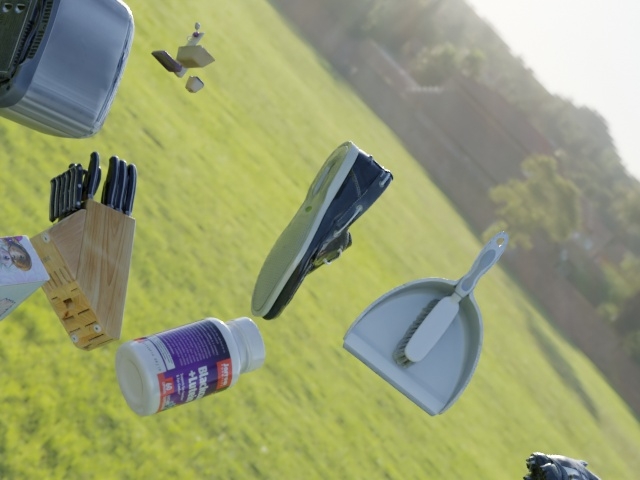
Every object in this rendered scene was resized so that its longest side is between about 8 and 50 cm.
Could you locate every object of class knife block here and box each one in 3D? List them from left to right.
[{"bbox_3d":[-0.349,0.005,2.048,0.242,0.088,0.275,-36,100,-47],"label":"knife block"}]

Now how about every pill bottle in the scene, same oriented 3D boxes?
[{"bbox_3d":[-0.179,0.170,1.791,0.194,0.108,0.108,-16,51,-32],"label":"pill bottle"}]

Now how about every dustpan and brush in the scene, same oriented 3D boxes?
[{"bbox_3d":[0.143,0.077,1.449,0.147,0.211,0.060,38,-9,0],"label":"dustpan and brush"}]

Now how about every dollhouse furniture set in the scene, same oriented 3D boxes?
[{"bbox_3d":[-0.164,-0.270,1.834,0.091,0.081,0.114,45,-21,-31],"label":"dollhouse furniture set"}]

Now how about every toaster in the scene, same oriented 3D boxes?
[{"bbox_3d":[-0.307,-0.209,1.437,0.129,0.227,0.146,9,-11,37],"label":"toaster"}]

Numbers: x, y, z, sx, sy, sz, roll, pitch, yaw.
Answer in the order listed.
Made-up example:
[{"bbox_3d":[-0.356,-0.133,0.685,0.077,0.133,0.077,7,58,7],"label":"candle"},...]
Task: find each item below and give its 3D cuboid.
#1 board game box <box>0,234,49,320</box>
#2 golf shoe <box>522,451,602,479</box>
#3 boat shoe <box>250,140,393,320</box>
[{"bbox_3d":[-0.506,0.113,1.369,0.066,0.318,0.319,59,26,13],"label":"board game box"},{"bbox_3d":[0.317,0.316,1.493,0.094,0.077,0.198,-1,34,-21],"label":"golf shoe"},{"bbox_3d":[0.000,0.000,1.497,0.079,0.233,0.084,34,-2,-23],"label":"boat shoe"}]
